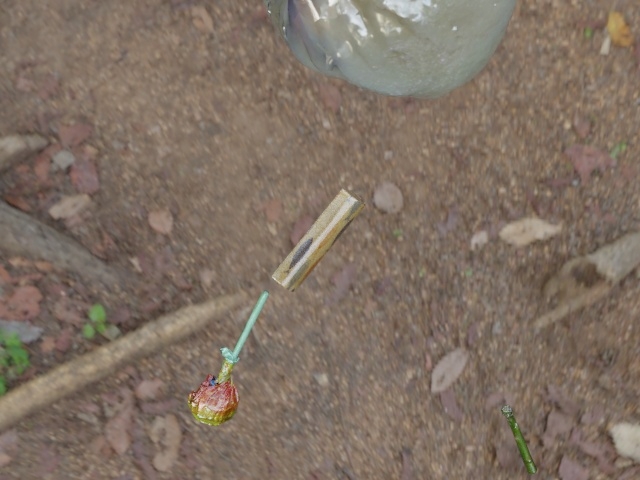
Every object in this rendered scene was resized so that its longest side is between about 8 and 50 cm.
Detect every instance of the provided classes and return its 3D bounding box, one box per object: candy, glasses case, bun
[{"bbox_3d":[-0.100,0.137,1.361,0.060,0.060,0.201,36,119,18],"label":"candy"},{"bbox_3d":[0.000,0.000,1.726,0.041,0.064,0.170,40,99,9],"label":"glasses case"},{"bbox_3d":[0.053,-0.263,1.116,0.205,0.281,0.281,-6,66,-26],"label":"bun"}]

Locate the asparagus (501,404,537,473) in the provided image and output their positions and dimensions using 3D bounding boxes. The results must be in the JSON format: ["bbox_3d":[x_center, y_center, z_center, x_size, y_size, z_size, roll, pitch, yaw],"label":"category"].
[{"bbox_3d":[0.272,0.271,1.592,0.015,0.127,0.018,-24,28,4],"label":"asparagus"}]
